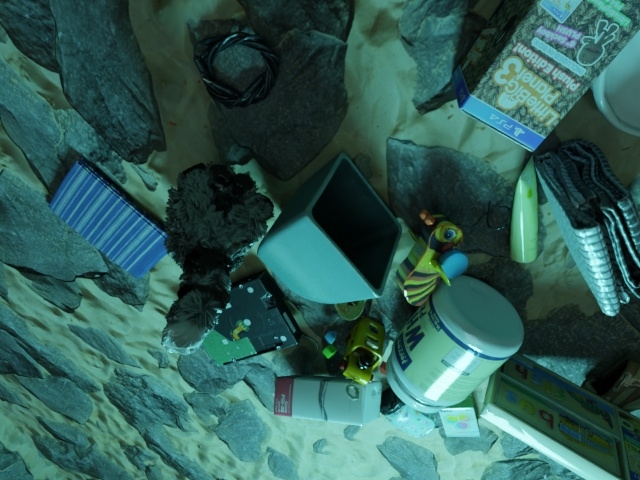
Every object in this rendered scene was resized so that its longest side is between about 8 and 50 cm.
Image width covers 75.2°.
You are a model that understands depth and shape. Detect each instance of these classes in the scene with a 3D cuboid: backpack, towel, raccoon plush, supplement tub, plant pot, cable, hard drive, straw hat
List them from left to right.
[{"bbox_3d":[-0.597,-0.050,1.197,0.336,0.040,0.243,44,123,-15],"label":"towel"},{"bbox_3d":[-0.292,0.023,0.930,0.216,0.446,0.299,34,150,-16],"label":"raccoon plush"},{"bbox_3d":[-0.251,0.248,1.271,0.339,0.064,0.236,-23,104,25],"label":"hard drive"},{"bbox_3d":[-0.172,-0.356,0.878,0.185,0.047,0.150,-3,123,14],"label":"cable"},{"bbox_3d":[0.000,0.000,0.971,0.252,0.247,0.248,-26,115,38],"label":"plant pot"},{"bbox_3d":[0.098,0.147,1.146,0.061,0.144,0.144,-2,134,-33],"label":"straw hat"},{"bbox_3d":[0.285,0.548,1.347,0.182,0.115,0.152,38,121,-16],"label":"backpack"},{"bbox_3d":[0.329,0.274,1.075,0.235,0.235,0.324,23,125,-3],"label":"supplement tub"},{"bbox_3d":[0.527,-0.040,0.788,0.121,0.283,0.235,-24,116,25],"label":"towel"}]

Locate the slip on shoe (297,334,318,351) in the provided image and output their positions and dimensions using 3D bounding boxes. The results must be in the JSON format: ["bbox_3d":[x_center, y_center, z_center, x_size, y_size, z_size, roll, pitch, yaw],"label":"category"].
[{"bbox_3d":[-0.066,0.318,1.315,0.135,0.041,0.051,42,122,-16],"label":"slip on shoe"}]

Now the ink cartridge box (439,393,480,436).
[{"bbox_3d":[0.442,0.546,1.341,0.109,0.062,0.209,-10,120,20],"label":"ink cartridge box"}]

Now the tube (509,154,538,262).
[{"bbox_3d":[0.452,-0.059,0.918,0.062,0.070,0.240,-14,123,3],"label":"tube"}]

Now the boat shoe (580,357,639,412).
[{"bbox_3d":[0.787,0.438,1.166,0.116,0.123,0.324,37,121,10],"label":"boat shoe"}]

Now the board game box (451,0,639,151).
[{"bbox_3d":[0.358,-0.332,0.659,0.141,0.232,0.291,28,125,-5],"label":"board game box"}]

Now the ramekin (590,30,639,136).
[{"bbox_3d":[0.570,-0.314,0.669,0.273,0.127,0.272,2,130,2],"label":"ramekin"}]

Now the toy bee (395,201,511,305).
[{"bbox_3d":[0.259,0.003,0.955,0.162,0.195,0.298,31,88,-27],"label":"toy bee"}]

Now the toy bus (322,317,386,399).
[{"bbox_3d":[0.126,0.316,1.183,0.191,0.202,0.104,-4,137,-39],"label":"toy bus"}]

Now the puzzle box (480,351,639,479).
[{"bbox_3d":[0.619,0.447,1.031,0.409,0.272,0.052,28,121,18],"label":"puzzle box"}]

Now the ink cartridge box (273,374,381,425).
[{"bbox_3d":[0.028,0.486,1.285,0.283,0.117,0.207,-2,164,22],"label":"ink cartridge box"}]
